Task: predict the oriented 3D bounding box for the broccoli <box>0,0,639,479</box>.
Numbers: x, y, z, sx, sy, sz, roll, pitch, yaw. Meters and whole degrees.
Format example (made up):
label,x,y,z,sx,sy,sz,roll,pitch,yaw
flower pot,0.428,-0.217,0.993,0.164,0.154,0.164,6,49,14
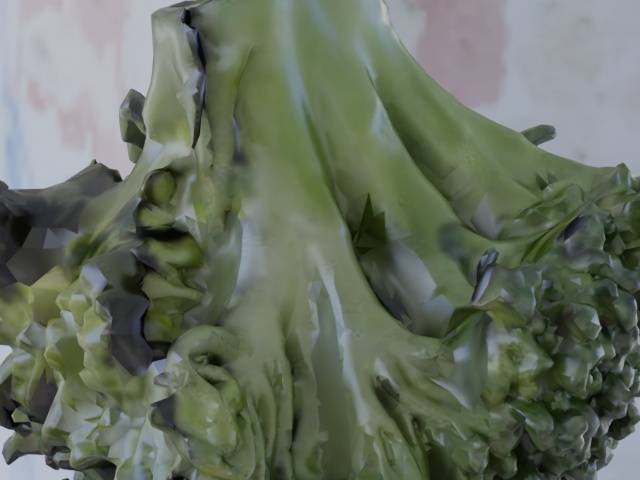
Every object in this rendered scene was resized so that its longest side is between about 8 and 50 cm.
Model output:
label,x,y,z,sx,sy,sz,roll,pitch,yaw
broccoli,0.008,0.024,0.907,0.334,0.272,0.324,-20,-12,-12
